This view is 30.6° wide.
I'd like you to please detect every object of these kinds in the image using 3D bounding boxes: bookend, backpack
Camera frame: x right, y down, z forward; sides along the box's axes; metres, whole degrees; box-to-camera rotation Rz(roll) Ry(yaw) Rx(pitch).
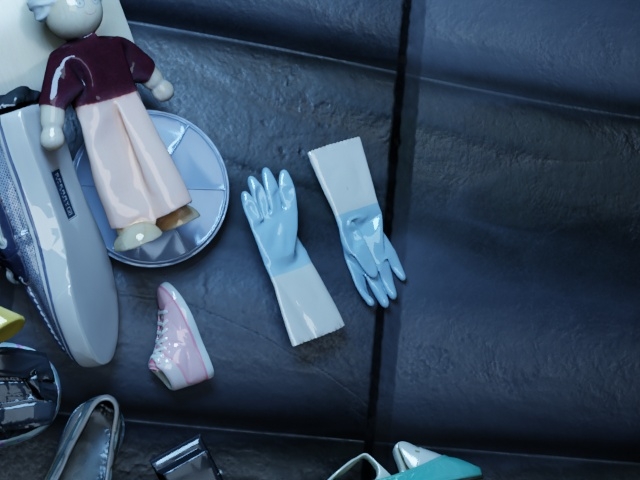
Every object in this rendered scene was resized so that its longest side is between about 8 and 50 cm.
[{"bbox_3d":[-0.127,0.316,1.384,0.072,0.156,0.157,-27,89,-17],"label":"bookend"},{"bbox_3d":[-0.393,0.176,1.350,0.182,0.115,0.152,-4,87,-13],"label":"backpack"}]

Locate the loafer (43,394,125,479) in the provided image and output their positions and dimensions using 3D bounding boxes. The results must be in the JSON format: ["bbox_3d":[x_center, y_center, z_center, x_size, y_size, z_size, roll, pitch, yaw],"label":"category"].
[{"bbox_3d":[-0.288,0.303,1.348,0.096,0.084,0.267,16,63,-11],"label":"loafer"}]

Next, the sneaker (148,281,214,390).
[{"bbox_3d":[-0.189,0.123,1.448,0.070,0.051,0.134,-24,93,-23],"label":"sneaker"}]

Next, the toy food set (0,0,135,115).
[{"bbox_3d":[-0.380,-0.313,1.449,0.219,0.092,0.306,-23,96,-19],"label":"toy food set"}]

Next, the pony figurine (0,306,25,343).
[{"bbox_3d":[-0.547,0.015,1.235,0.351,0.303,0.363,-32,71,-28],"label":"pony figurine"}]

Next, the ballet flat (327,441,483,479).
[{"bbox_3d":[0.091,0.305,1.489,0.247,0.083,0.087,-15,72,-19],"label":"ballet flat"}]

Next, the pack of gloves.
[{"bbox_3d":[0.000,0.000,1.535,0.195,0.046,0.232,-19,91,-29],"label":"pack of gloves"}]

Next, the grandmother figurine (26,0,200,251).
[{"bbox_3d":[-0.250,-0.169,1.386,0.208,0.104,0.342,-36,107,-57],"label":"grandmother figurine"}]

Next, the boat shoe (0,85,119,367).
[{"bbox_3d":[-0.360,-0.002,1.394,0.158,0.127,0.340,-13,97,16],"label":"boat shoe"}]

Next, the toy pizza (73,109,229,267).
[{"bbox_3d":[-0.216,-0.065,1.478,0.201,0.032,0.201,2,83,-16],"label":"toy pizza"}]
